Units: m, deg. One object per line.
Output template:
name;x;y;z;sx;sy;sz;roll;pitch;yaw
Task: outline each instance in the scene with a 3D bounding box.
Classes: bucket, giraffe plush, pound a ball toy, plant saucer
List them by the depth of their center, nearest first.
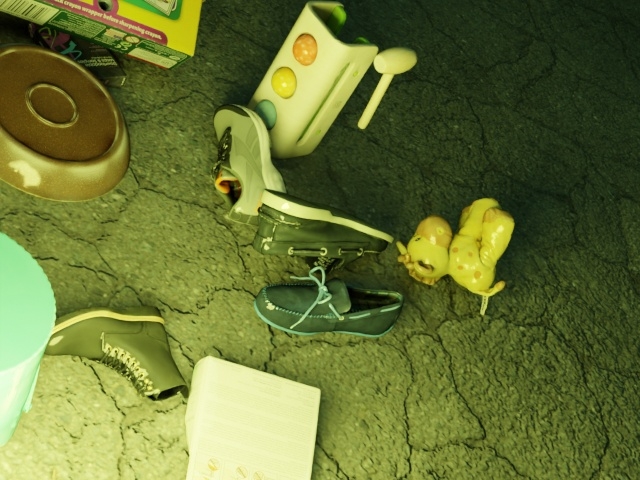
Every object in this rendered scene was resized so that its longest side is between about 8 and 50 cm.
bucket;-0.454;0.112;1.288;0.281;0.183;0.281;23;39;-19
plant saucer;-0.430;-0.201;1.726;0.311;0.050;0.310;24;43;-24
pound a ball toy;0.000;-0.273;1.950;0.136;0.319;0.208;-11;57;-44
giraffe plush;0.230;0.017;1.975;0.171;0.181;0.210;11;77;-15

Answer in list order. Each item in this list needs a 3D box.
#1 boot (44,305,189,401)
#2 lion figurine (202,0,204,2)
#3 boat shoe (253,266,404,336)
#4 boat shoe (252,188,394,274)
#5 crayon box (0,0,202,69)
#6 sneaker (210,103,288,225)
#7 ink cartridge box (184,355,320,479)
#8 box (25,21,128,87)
boot;-0.273;0.162;1.473;0.198;0.077;0.137;-7;59;-41
lion figurine;-0.399;-0.528;2.081;0.392;0.142;0.240;-22;101;-33
boat shoe;0.016;0.091;1.756;0.258;0.089;0.109;3;47;-36
boat shoe;0.003;0.001;1.821;0.127;0.113;0.340;25;6;29
crayon box;-0.379;-0.509;1.923;0.363;0.106;0.313;16;72;-32
sneaker;-0.140;-0.136;1.879;0.108;0.100;0.271;2;48;-30
ink cartridge box;-0.099;0.287;1.502;0.181;0.056;0.224;20;58;-20
box;-0.426;-0.329;1.923;0.116;0.029;0.162;-15;61;-46
